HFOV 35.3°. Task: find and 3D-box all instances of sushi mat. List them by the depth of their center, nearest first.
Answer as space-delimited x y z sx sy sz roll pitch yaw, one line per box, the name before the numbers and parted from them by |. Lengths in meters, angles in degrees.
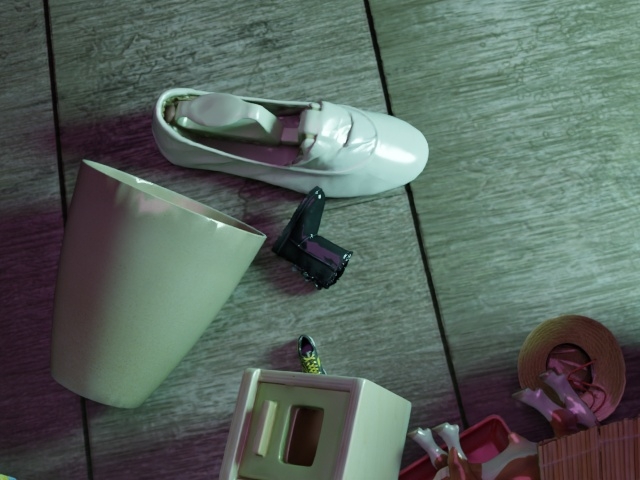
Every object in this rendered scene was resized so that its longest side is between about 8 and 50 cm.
sushi mat | 0.328 0.356 1.151 0.152 0.019 0.316 -10 103 -12

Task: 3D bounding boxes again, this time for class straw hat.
straw hat | 0.318 0.165 1.293 0.145 0.061 0.144 0 88 3

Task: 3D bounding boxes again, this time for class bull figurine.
bull figurine | 0.210 0.287 1.187 0.311 0.101 0.188 -23 85 -5

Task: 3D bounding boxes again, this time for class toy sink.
toy sink | -0.031 0.245 1.221 0.234 0.131 0.152 1 69 36

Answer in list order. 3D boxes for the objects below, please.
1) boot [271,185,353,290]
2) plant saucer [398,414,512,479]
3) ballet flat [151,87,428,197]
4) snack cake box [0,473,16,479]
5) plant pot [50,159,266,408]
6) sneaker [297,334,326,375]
boot | 0.000 0.000 1.381 0.099 0.045 0.121 35 97 13
plant saucer | 0.182 0.391 1.241 0.259 0.047 0.259 -31 70 -4
ballet flat | -0.051 -0.145 1.403 0.401 0.139 0.139 7 73 9
snack cake box | -0.501 0.314 1.229 0.152 0.264 0.089 4 72 8
plant pot | -0.240 0.070 1.311 0.257 0.256 0.273 23 92 13
sneaker | -0.015 0.164 1.345 0.031 0.035 0.083 -22 71 0
